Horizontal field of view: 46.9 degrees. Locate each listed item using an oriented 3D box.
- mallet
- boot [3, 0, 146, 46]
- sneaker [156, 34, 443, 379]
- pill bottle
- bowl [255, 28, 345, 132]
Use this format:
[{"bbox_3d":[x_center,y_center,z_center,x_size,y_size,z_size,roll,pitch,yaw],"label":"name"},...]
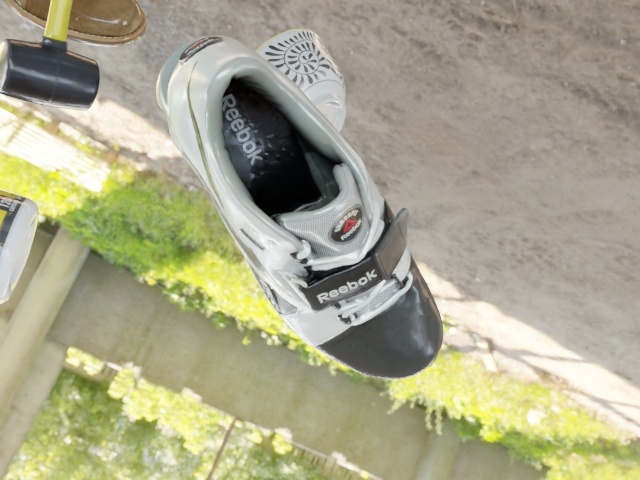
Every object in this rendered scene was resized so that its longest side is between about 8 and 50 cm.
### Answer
[{"bbox_3d":[-0.167,-0.177,0.461,0.062,0.189,0.039,-3,-158,-35],"label":"mallet"},{"bbox_3d":[-0.339,-0.344,0.871,0.305,0.112,0.115,34,144,-4],"label":"boot"},{"bbox_3d":[0.000,0.000,0.547,0.330,0.122,0.146,51,174,-21],"label":"sneaker"},{"bbox_3d":[-0.356,-0.014,0.653,0.184,0.103,0.103,18,165,-15],"label":"pill bottle"},{"bbox_3d":[-0.023,-0.152,0.863,0.080,0.170,0.170,38,172,28],"label":"bowl"}]
